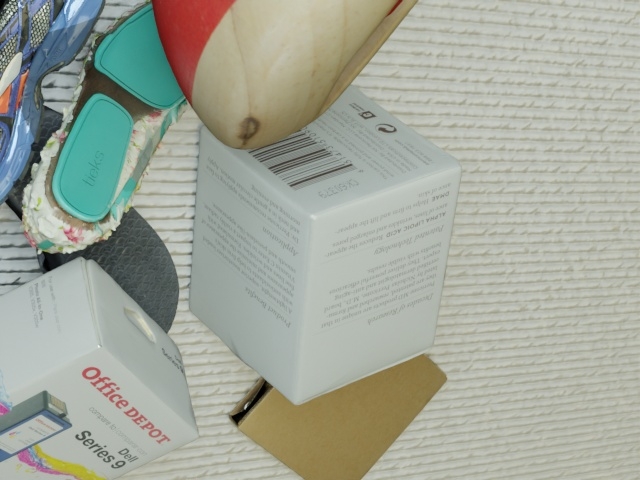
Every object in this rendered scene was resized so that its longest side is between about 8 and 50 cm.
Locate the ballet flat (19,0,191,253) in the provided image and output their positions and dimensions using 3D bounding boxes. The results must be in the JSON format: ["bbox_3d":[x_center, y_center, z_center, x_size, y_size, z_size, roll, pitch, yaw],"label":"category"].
[{"bbox_3d":[-0.149,-0.083,1.357,0.077,0.091,0.241,-39,-163,49],"label":"ballet flat"}]

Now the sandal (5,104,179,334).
[{"bbox_3d":[-0.179,-0.004,1.451,0.097,0.054,0.254,-40,131,-23],"label":"sandal"}]

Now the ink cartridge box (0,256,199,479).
[{"bbox_3d":[-0.218,0.121,1.409,0.212,0.093,0.154,-27,141,10],"label":"ink cartridge box"}]

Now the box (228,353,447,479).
[{"bbox_3d":[0.020,0.144,1.769,0.164,0.021,0.201,-49,141,-2],"label":"box"}]

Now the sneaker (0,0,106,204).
[{"bbox_3d":[-0.229,-0.111,1.303,0.087,0.083,0.221,20,100,-36],"label":"sneaker"}]

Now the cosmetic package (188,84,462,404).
[{"bbox_3d":[0.000,0.000,1.535,0.151,0.151,0.184,-20,133,-33],"label":"cosmetic package"}]

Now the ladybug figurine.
[{"bbox_3d":[0.001,-0.213,1.225,0.305,0.162,0.449,-51,180,-14],"label":"ladybug figurine"}]
